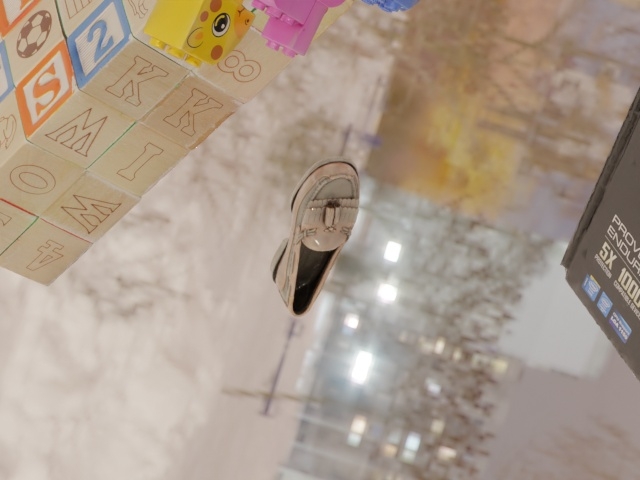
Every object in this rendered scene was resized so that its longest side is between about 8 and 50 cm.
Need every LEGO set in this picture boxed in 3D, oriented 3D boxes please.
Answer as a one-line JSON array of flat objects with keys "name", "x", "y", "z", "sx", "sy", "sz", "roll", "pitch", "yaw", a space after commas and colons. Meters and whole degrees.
[{"name": "LEGO set", "x": -0.032, "y": -0.106, "z": 0.538, "sx": 0.227, "sy": 0.087, "sz": 0.093, "roll": 22, "pitch": 95, "yaw": -54}]

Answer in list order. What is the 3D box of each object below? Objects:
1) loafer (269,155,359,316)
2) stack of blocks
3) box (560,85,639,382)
[{"name": "loafer", "x": 0.000, "y": 0.000, "z": 0.972, "sx": 0.125, "sy": 0.045, "sz": 0.039, "roll": 113, "pitch": -30, "yaw": -48}, {"name": "stack of blocks", "x": -0.107, "y": -0.136, "z": 0.867, "sx": 0.297, "sy": 0.087, "sz": 0.171, "roll": -41, "pitch": -134, "yaw": 21}, {"name": "box", "x": 0.171, "y": 0.018, "z": 0.476, "sx": 0.180, "sy": 0.077, "sz": 0.147, "roll": 58, "pitch": -29, "yaw": 31}]
